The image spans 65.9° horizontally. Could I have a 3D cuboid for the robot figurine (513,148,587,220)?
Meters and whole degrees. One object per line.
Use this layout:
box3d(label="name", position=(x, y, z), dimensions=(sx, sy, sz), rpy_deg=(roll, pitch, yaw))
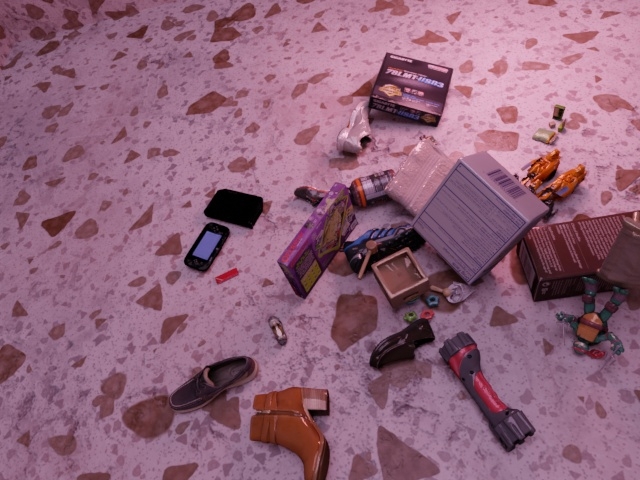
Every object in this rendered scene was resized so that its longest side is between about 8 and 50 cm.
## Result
box3d(label="robot figurine", position=(0.726, -0.180, 1.652), dimensions=(0.291, 0.085, 0.211), rpy_deg=(-35, 54, -11))

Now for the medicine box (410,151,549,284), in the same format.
box3d(label="medicine box", position=(0.461, -0.067, 1.466), dimensions=(0.149, 0.289, 0.263), rpy_deg=(-21, 62, -41))

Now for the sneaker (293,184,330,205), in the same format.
box3d(label="sneaker", position=(-0.030, -0.162, 1.840), dimensions=(0.158, 0.061, 0.064), rpy_deg=(6, 64, 18))

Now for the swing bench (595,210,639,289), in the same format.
box3d(label="swing bench", position=(0.853, -0.023, 1.240), dimensions=(0.165, 0.253, 0.254), rpy_deg=(31, 69, 29))

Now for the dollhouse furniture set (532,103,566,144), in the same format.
box3d(label="dollhouse furniture set", position=(0.849, -0.427, 1.812), dimensions=(0.076, 0.058, 0.151), rpy_deg=(29, 66, 29))

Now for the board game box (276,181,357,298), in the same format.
box3d(label="board game box", position=(0.000, 0.000, 1.626), dimensions=(0.056, 0.208, 0.346), rpy_deg=(24, 63, 26))

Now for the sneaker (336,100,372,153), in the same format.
box3d(label="sneaker", position=(0.165, -0.445, 1.981), dimensions=(0.121, 0.099, 0.262), rpy_deg=(23, 67, 12))

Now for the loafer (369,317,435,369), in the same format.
box3d(label="loafer", position=(0.240, 0.308, 1.428), dimensions=(0.220, 0.080, 0.078), rpy_deg=(-33, 54, -10))

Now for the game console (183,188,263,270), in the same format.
box3d(label="game console", position=(-0.370, -0.039, 1.844), dimensions=(0.213, 0.044, 0.361), rpy_deg=(14, 60, 22))

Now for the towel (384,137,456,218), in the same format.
box3d(label="towel", position=(0.362, -0.216, 1.730), dimensions=(0.187, 0.049, 0.282), rpy_deg=(39, 68, -8))

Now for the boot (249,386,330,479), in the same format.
box3d(label="boot", position=(-0.089, 0.530, 1.332), dimensions=(0.220, 0.109, 0.283), rpy_deg=(-6, 52, 8))

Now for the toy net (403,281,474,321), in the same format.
box3d(label="toy net", position=(0.356, 0.173, 1.507), dimensions=(0.232, 0.045, 0.122), rpy_deg=(-13, 43, 6))

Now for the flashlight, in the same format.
box3d(label="flashlight", position=(0.441, 0.389, 1.312), dimensions=(0.103, 0.103, 0.304), rpy_deg=(-27, 52, -9))

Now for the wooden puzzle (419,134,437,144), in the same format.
box3d(label="wooden puzzle", position=(0.421, -0.385, 1.918), dimensions=(0.049, 0.006, 0.083), rpy_deg=(-20, 53, -1))

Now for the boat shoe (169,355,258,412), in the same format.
box3d(label="boat shoe", position=(-0.329, 0.419, 1.480), dimensions=(0.285, 0.092, 0.102), rpy_deg=(-23, 54, -3))

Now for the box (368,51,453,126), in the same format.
box3d(label="box", position=(0.372, -0.624, 2.018), dimensions=(0.296, 0.073, 0.293), rpy_deg=(18, 61, 6))

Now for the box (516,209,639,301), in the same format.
box3d(label="box", position=(0.797, 0.043, 1.447), dimensions=(0.382, 0.143, 0.191), rpy_deg=(-10, 54, 9))

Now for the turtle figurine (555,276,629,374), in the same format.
box3d(label="turtle figurine", position=(0.725, 0.226, 1.328), dimensions=(0.175, 0.118, 0.234), rpy_deg=(21, 91, 24))

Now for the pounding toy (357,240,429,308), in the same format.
box3d(label="pounding toy", position=(0.203, 0.098, 1.516), dimensions=(0.181, 0.094, 0.206), rpy_deg=(-27, 58, -1))

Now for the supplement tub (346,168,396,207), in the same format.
box3d(label="supplement tub", position=(0.179, -0.181, 1.773), dimensions=(0.198, 0.106, 0.106), rpy_deg=(-17, 53, 2))

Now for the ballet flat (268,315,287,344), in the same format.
box3d(label="ballet flat", position=(-0.137, 0.278, 1.567), dimensions=(0.041, 0.041, 0.114), rpy_deg=(-28, 54, -7))

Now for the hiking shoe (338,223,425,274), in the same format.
box3d(label="hiking shoe", position=(0.216, -0.008, 1.639), dimensions=(0.304, 0.113, 0.132), rpy_deg=(-23, 45, -9))

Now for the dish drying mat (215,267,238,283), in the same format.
box3d(label="dish drying mat", position=(-0.330, 0.124, 1.741), dimensions=(0.083, 0.008, 0.032), rpy_deg=(-26, 53, -5))
